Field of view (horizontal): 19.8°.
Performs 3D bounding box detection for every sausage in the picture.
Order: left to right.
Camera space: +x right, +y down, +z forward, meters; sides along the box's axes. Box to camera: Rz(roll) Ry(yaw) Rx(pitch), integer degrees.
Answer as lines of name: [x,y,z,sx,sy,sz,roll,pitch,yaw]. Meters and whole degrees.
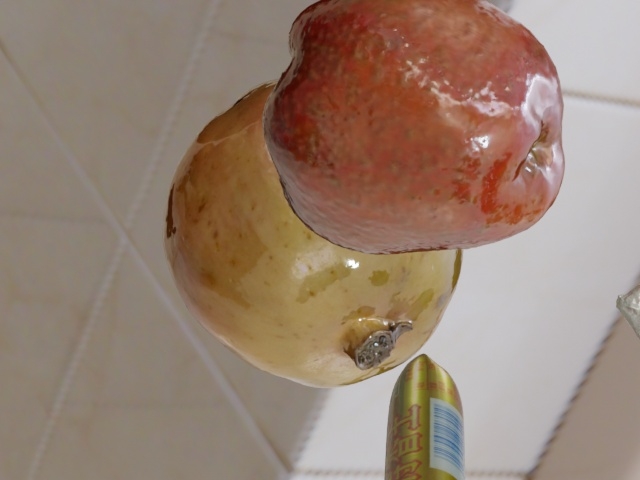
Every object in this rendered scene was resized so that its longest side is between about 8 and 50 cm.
sausage: [0.091,0.213,1.562,0.082,0.371,0.082,1,124,2]

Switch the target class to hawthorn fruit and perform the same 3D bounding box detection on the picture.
hawthorn fruit: [0.048,-0.059,0.845,0.133,0.138,0.133,-54,154,-41]

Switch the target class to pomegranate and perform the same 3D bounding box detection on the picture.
pomegranate: [0.001,-0.004,1.109,0.191,0.191,0.191,-17,131,-20]

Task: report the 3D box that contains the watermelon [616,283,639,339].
watermelon: [0.397,0.115,1.761,0.201,0.213,0.262,-27,164,-28]
